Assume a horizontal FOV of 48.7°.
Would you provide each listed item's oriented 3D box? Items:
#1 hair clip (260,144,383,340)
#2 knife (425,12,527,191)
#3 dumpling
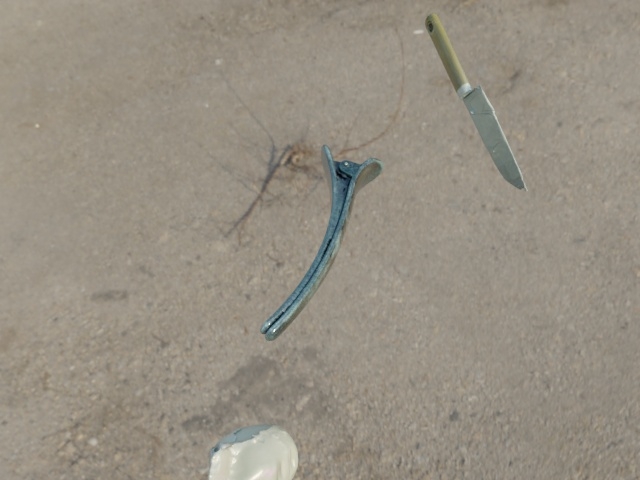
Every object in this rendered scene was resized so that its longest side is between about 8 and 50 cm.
[{"bbox_3d":[0.000,0.000,0.695,0.070,0.039,0.229,17,57,7],"label":"hair clip"},{"bbox_3d":[0.206,-0.191,0.949,0.017,0.047,0.298,-7,68,-31],"label":"knife"},{"bbox_3d":[-0.082,0.304,0.913,0.108,0.188,0.127,-21,81,20],"label":"dumpling"}]
